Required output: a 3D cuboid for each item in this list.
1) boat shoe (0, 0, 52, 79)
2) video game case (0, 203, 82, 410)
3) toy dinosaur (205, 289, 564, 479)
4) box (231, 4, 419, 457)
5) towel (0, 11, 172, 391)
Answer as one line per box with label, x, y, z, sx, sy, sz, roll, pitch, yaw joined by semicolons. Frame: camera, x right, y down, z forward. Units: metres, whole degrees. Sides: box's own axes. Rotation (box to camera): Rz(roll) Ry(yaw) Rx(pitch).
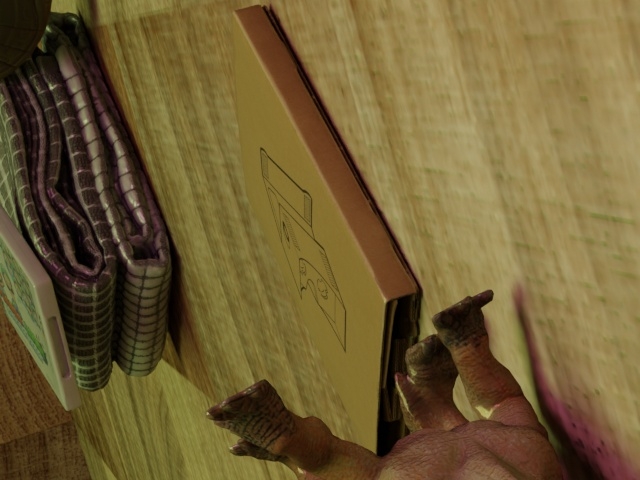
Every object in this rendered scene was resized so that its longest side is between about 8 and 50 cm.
boat shoe;-0.255;-0.221;1.488;0.223;0.080;0.073;-55;28;39
video game case;-0.251;0.048;1.547;0.157;0.019;0.143;48;154;46
toy dinosaur;0.055;0.138;0.706;0.200;0.127;0.295;63;171;10
box;0.000;0.000;0.952;0.164;0.021;0.201;90;157;-53
towel;-0.227;-0.032;1.618;0.235;0.121;0.283;100;150;-62
